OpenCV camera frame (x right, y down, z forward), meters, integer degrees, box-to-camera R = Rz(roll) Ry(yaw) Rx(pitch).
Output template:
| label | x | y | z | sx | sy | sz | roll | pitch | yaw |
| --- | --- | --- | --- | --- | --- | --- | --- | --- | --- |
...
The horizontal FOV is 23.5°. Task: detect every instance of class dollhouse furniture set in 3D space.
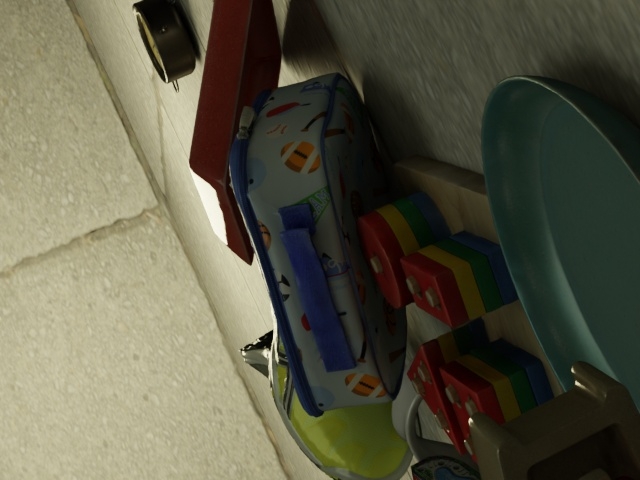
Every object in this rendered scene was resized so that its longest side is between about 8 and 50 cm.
| label | x | y | z | sx | sy | sz | roll | pitch | yaw |
| --- | --- | --- | --- | --- | --- | --- | --- | --- | --- |
| dollhouse furniture set | 0.178 | 0.167 | 0.772 | 0.135 | 0.262 | 0.259 | 68 | 170 | -19 |

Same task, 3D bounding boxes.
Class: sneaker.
| label | x | y | z | sx | sy | sz | roll | pitch | yaw |
| --- | --- | --- | --- | --- | --- | --- | --- | --- | --- |
| sneaker | 0.004 | 0.086 | 1.680 | 0.147 | 0.145 | 0.385 | 106 | 146 | -71 |
| sneaker | -0.027 | 0.158 | 1.904 | 0.108 | 0.100 | 0.271 | 62 | 170 | -7 |

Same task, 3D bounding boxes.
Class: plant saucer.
| label | x | y | z | sx | sy | sz | roll | pitch | yaw |
| --- | --- | --- | --- | --- | --- | --- | --- | --- | --- |
| plant saucer | 0.196 | 0.035 | 0.987 | 0.317 | 0.043 | 0.318 | 156 | 90 | -80 |
| plant saucer | -0.088 | -0.133 | 1.596 | 0.258 | 0.047 | 0.259 | 80 | -163 | -71 |

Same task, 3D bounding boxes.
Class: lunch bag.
| label | x | y | z | sx | sy | sz | roll | pitch | yaw |
| --- | --- | --- | --- | --- | --- | --- | --- | --- | --- |
| lunch bag | 0.000 | 0.000 | 1.451 | 0.243 | 0.114 | 0.303 | -74 | -30 | -62 |

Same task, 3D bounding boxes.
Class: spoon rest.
| label | x | y | z | sx | sy | sz | roll | pitch | yaw |
| --- | --- | --- | --- | --- | --- | --- | --- | --- | --- |
| spoon rest | 0.130 | 0.226 | 1.604 | 0.137 | 0.084 | 0.276 | -127 | 18 | -53 |

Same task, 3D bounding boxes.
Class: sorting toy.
| label | x | y | z | sx | sy | sz | roll | pitch | yaw |
| --- | --- | --- | --- | --- | --- | --- | --- | --- | --- |
| sorting toy | 0.122 | 0.074 | 1.300 | 0.255 | 0.089 | 0.257 | -149 | 37 | -72 |

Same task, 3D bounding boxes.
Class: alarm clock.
| label | x | y | z | sx | sy | sz | roll | pitch | yaw |
| --- | --- | --- | --- | --- | --- | --- | --- | --- | --- |
| alarm clock | -0.230 | -0.294 | 2.321 | 0.192 | 0.064 | 0.129 | 86 | 158 | -54 |

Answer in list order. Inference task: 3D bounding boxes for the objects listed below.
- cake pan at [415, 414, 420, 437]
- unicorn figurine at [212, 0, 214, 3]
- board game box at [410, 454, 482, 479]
| label | x | y | z | sx | sy | sz | roll | pitch | yaw |
| --- | --- | --- | --- | --- | --- | --- | --- | --- | --- |
| cake pan | 0.039 | 0.146 | 1.958 | 0.293 | 0.054 | 0.293 | 62 | 168 | 23 |
| unicorn figurine | -0.084 | -0.232 | 1.783 | 0.162 | 0.060 | 0.111 | -98 | -9 | -63 |
| board game box | 0.174 | 0.285 | 1.482 | 0.194 | 0.060 | 0.194 | 33 | 143 | 44 |
